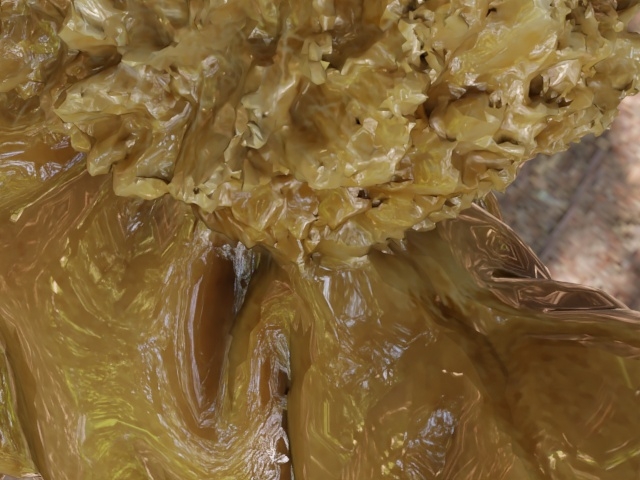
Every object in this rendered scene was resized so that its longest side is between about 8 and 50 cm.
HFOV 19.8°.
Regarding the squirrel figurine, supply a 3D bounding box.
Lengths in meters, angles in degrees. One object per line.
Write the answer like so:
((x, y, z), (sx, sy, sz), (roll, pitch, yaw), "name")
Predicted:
((0.000, 0.000, 0.587), (0.281, 0.370, 0.397), (-25, 127, -27), "squirrel figurine")
